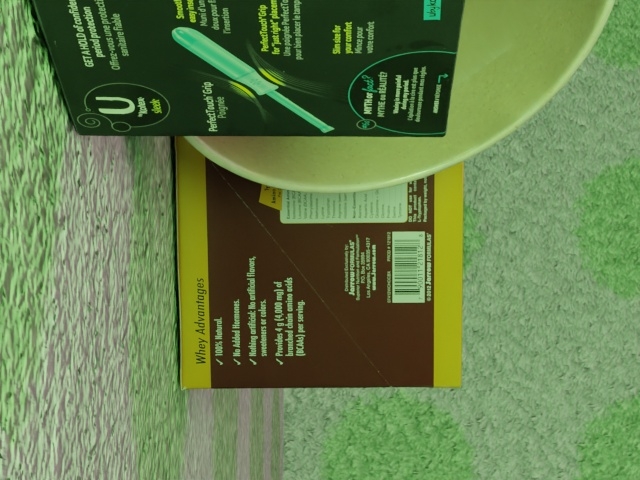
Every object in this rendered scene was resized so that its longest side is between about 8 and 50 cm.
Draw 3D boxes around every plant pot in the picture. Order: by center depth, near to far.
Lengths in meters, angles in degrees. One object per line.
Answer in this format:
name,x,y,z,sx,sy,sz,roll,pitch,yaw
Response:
plant pot,-0.001,-0.211,0.773,0.256,0.256,0.274,89,-15,-46

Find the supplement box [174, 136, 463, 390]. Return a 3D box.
supplement box,0.000,0.000,0.969,0.129,0.194,0.191,-84,174,-80

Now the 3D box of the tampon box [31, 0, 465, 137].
tampon box,-0.026,-0.114,0.548,0.120,0.161,0.101,90,0,-64
